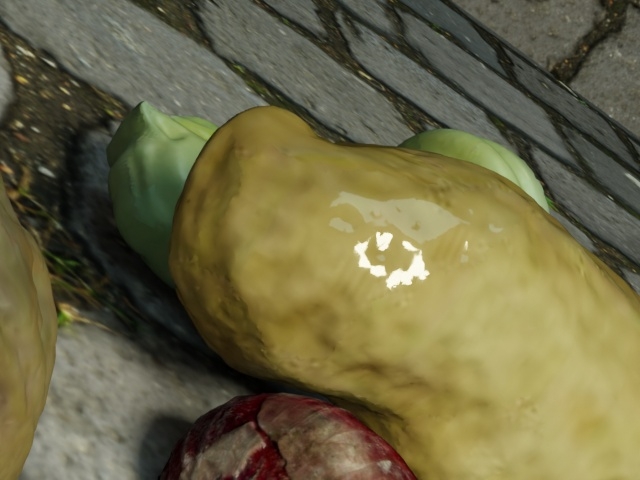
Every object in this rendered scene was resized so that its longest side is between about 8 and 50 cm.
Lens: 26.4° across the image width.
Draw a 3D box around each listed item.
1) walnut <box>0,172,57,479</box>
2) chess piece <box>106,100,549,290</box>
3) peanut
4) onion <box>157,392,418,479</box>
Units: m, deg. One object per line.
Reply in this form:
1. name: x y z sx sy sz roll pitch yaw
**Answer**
1. walnut: -0.178 0.015 0.467 0.178 0.178 0.230 -111 176 -55
2. chess piece: 0.000 0.000 0.909 0.298 0.176 0.176 5 37 -37
3. peanut: 0.072 0.062 0.776 0.387 0.192 0.169 37 -1 -28
4. onion: 0.010 0.145 0.633 0.151 0.098 0.206 15 29 -46
